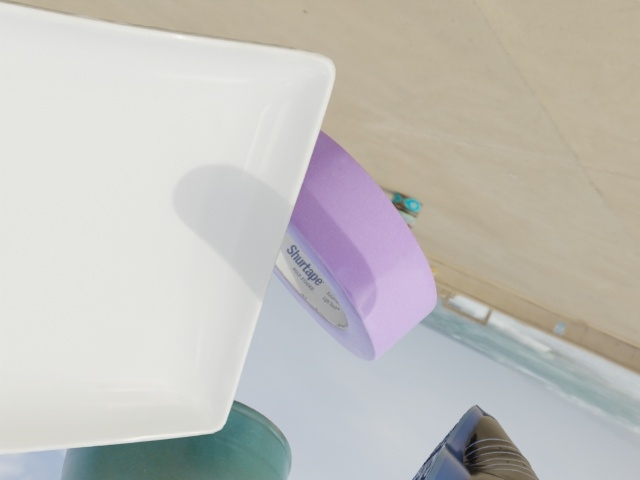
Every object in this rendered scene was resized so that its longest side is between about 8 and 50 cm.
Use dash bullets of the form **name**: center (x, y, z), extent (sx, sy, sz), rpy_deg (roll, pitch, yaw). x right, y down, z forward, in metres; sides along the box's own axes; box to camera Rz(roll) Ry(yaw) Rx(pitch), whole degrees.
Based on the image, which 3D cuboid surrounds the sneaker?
- **sneaker**: center (0.106, 0.171, 0.421), extent (0.090, 0.081, 0.232), rpy_deg (38, -172, 17)

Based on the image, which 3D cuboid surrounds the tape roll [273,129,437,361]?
- **tape roll**: center (0.000, 0.000, 0.722), extent (0.275, 0.090, 0.275), rpy_deg (47, 167, 15)

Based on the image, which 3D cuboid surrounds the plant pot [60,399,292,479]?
- **plant pot**: center (-0.174, 0.344, 0.711), extent (0.272, 0.271, 0.255), rpy_deg (27, -145, -20)

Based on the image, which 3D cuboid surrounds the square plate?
- **square plate**: center (-0.195, 0.011, 0.431), extent (0.344, 0.347, 0.049), rpy_deg (3, -147, -26)
